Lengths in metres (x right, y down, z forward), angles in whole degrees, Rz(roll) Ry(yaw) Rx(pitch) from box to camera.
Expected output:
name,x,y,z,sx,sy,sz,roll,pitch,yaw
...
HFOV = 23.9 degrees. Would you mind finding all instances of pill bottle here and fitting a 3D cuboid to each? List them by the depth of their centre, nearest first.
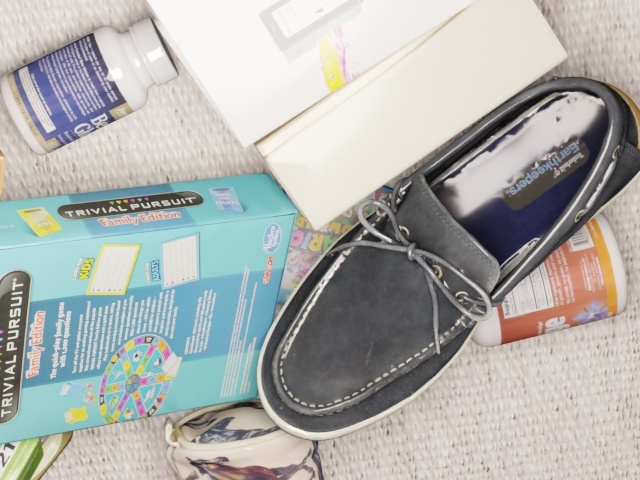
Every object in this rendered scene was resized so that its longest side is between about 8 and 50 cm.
name,x,y,z,sx,sy,sz,roll,pitch,yaw
pill bottle,-0.236,-0.164,1.563,0.169,0.094,0.094,-26,107,2
pill bottle,0.217,0.048,1.660,0.216,0.121,0.121,-14,107,-1

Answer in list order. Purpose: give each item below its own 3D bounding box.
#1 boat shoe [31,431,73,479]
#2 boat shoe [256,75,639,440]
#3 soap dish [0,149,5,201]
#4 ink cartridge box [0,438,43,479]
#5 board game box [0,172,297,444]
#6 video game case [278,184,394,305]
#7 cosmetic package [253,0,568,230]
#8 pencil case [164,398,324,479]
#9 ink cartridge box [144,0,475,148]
name,x,y,z,sx,sy,sz,roll,pitch,yaw
boat shoe,-0.371,0.278,1.682,0.073,0.080,0.223,41,82,1
boat shoe,0.124,0.009,1.540,0.500,0.156,0.187,-41,73,4
soap dish,-0.468,-0.025,1.505,0.290,0.118,0.229,8,125,-10
ink cartridge box,-0.449,0.240,1.587,0.255,0.097,0.189,26,70,2
board game box,-0.208,0.070,1.543,0.336,0.079,0.254,-7,128,-28
video game case,0.000,0.000,1.678,0.119,0.015,0.166,20,103,-12
cosmetic package,0.082,-0.153,1.559,0.309,0.160,0.113,-36,105,1
pencil case,-0.066,0.370,1.705,0.183,0.160,0.410,-15,108,-17
ink cartridge box,-0.023,-0.260,1.503,0.270,0.198,0.197,-32,108,5
